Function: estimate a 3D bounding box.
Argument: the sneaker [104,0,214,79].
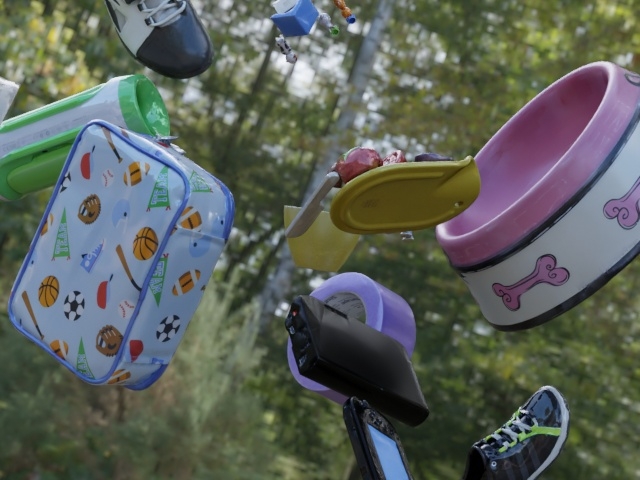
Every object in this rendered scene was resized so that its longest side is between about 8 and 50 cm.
[{"bbox_3d":[-0.273,-0.388,1.876,0.330,0.122,0.146,54,-15,13],"label":"sneaker"}]

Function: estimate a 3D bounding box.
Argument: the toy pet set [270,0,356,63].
[{"bbox_3d":[-0.013,-0.314,1.854,0.114,0.122,0.065,49,10,-42],"label":"toy pet set"}]

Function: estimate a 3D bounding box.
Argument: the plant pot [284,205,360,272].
[{"bbox_3d":[0.000,0.000,2.044,0.134,0.095,0.134,9,2,0],"label":"plant pot"}]

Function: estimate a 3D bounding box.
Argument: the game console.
[{"bbox_3d":[0.073,0.229,1.571,0.213,0.044,0.361,29,29,-37],"label":"game console"}]

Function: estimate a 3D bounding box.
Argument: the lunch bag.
[{"bbox_3d":[-0.245,0.010,1.524,0.243,0.303,0.115,31,9,36],"label":"lunch bag"}]

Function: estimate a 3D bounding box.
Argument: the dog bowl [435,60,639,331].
[{"bbox_3d":[0.326,-0.076,1.738,0.150,0.408,0.408,42,-17,-13],"label":"dog bowl"}]

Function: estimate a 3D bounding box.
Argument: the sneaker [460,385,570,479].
[{"bbox_3d":[0.263,0.303,1.776,0.097,0.234,0.084,32,-1,-37],"label":"sneaker"}]

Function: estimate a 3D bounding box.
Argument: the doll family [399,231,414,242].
[{"bbox_3d":[0.147,-0.078,2.346,0.076,0.111,0.193,-1,-27,4],"label":"doll family"}]

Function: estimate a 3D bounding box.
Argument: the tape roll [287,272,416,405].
[{"bbox_3d":[0.045,0.148,1.883,0.080,0.189,0.189,30,-16,-39],"label":"tape roll"}]

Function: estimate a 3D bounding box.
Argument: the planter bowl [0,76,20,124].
[{"bbox_3d":[-0.407,-0.122,1.345,0.109,0.162,0.162,29,-14,-17],"label":"planter bowl"}]

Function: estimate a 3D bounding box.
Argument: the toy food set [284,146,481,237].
[{"bbox_3d":[0.069,-0.069,1.395,0.218,0.071,0.128,-3,-33,-24],"label":"toy food set"}]

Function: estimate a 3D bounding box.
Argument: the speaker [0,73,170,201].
[{"bbox_3d":[-0.381,-0.152,1.895,0.297,0.131,0.131,-17,-24,17],"label":"speaker"}]
